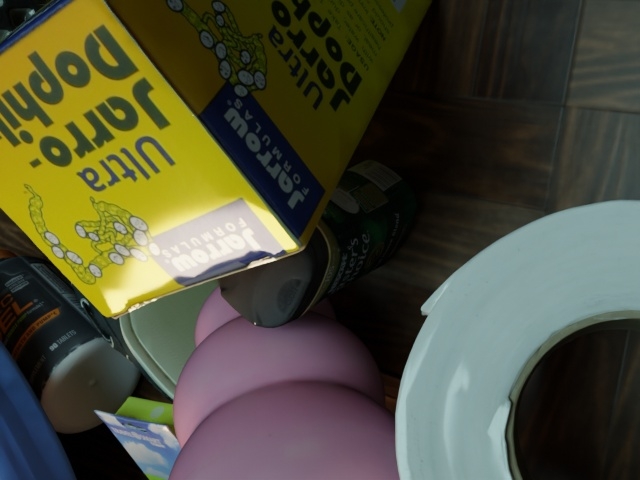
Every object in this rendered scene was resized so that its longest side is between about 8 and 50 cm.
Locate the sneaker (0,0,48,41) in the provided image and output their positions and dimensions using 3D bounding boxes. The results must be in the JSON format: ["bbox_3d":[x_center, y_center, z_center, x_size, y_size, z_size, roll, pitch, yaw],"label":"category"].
[{"bbox_3d":[-0.354,-0.149,1.066,0.146,0.122,0.330,-26,73,54],"label":"sneaker"}]

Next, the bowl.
[{"bbox_3d":[-0.392,0.209,0.994,0.391,0.077,0.391,34,139,35],"label":"bowl"}]

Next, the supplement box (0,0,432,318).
[{"bbox_3d":[-0.077,-0.147,0.655,0.194,0.356,0.195,-21,119,36],"label":"supplement box"}]

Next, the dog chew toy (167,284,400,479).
[{"bbox_3d":[-0.031,0.152,0.717,0.206,0.206,0.332,-50,34,27],"label":"dog chew toy"}]

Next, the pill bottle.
[{"bbox_3d":[-0.326,0.103,1.013,0.246,0.130,0.130,33,109,35],"label":"pill bottle"}]

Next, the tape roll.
[{"bbox_3d":[0.191,0.120,0.546,0.286,0.100,0.286,-2,80,14],"label":"tape roll"}]

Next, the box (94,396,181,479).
[{"bbox_3d":[-0.128,0.216,0.842,0.109,0.042,0.178,0,130,39],"label":"box"}]

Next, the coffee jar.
[{"bbox_3d":[0.000,0.000,0.710,0.079,0.184,0.096,39,125,18],"label":"coffee jar"}]

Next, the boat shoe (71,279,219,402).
[{"bbox_3d":[-0.185,0.062,0.916,0.340,0.127,0.113,47,145,19],"label":"boat shoe"}]
